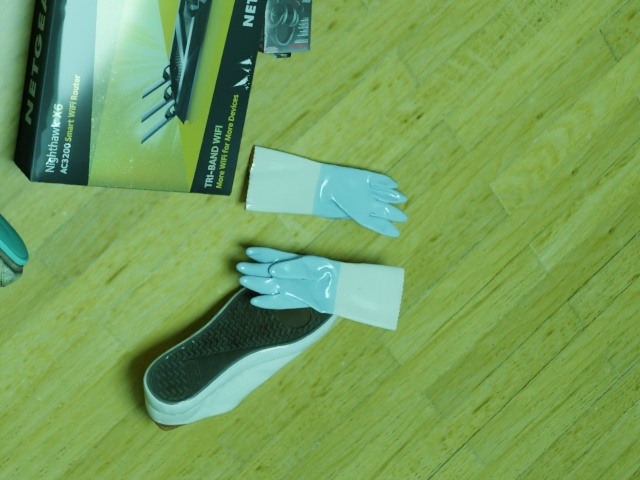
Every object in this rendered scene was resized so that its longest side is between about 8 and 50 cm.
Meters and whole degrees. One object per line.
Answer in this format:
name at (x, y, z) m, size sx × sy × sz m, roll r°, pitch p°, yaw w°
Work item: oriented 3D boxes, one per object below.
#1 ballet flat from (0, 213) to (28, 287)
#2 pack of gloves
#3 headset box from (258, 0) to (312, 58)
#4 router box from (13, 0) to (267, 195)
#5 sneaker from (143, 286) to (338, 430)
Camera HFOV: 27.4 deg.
ballet flat at (-0.444, -0.071, 1.384) m, size 0.123 × 0.123 × 0.348 m, roll -37°, pitch 122°, yaw -10°
pack of gloves at (0.000, 0.000, 1.661) m, size 0.232 × 0.046 × 0.195 m, roll 11°, pitch 85°, yaw -24°
headset box at (-0.044, -0.257, 1.555) m, size 0.062 × 0.032 × 0.083 m, roll -6°, pitch 111°, yaw -25°
router box at (-0.196, -0.212, 1.466) m, size 0.243 × 0.081 × 0.309 m, roll 2°, pitch 108°, yaw -28°
sneaker at (-0.102, 0.141, 1.666) m, size 0.290 × 0.106 × 0.123 m, roll -28°, pitch 156°, yaw -24°
